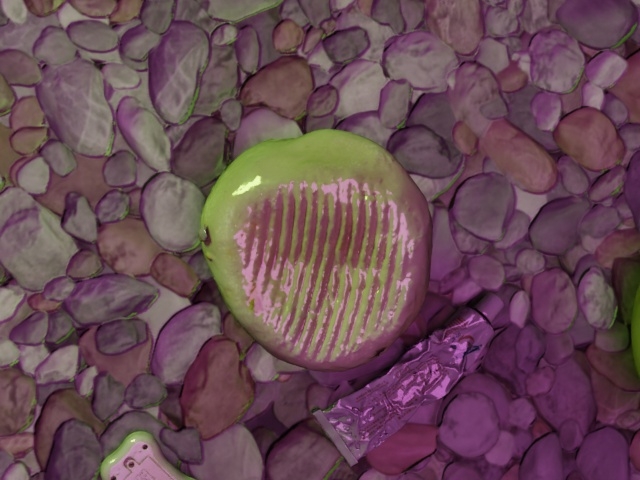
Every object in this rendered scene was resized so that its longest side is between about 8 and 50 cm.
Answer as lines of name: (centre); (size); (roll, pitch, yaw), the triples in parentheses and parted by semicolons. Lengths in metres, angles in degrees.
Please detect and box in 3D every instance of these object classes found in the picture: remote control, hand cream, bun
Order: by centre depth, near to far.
bun: (0.000, 0.000, 1.353); (0.259, 0.160, 0.259); (0, 102, 2)
remote control: (-0.182, 0.270, 1.392); (0.074, 0.032, 0.122); (-44, 101, -6)
hand cream: (0.112, 0.152, 1.444); (0.257, 0.050, 0.084); (-39, 104, -4)

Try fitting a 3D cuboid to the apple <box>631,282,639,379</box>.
apple: (0.486, 0.103, 1.422); (0.262, 0.262, 0.262); (-1, 94, -12)
